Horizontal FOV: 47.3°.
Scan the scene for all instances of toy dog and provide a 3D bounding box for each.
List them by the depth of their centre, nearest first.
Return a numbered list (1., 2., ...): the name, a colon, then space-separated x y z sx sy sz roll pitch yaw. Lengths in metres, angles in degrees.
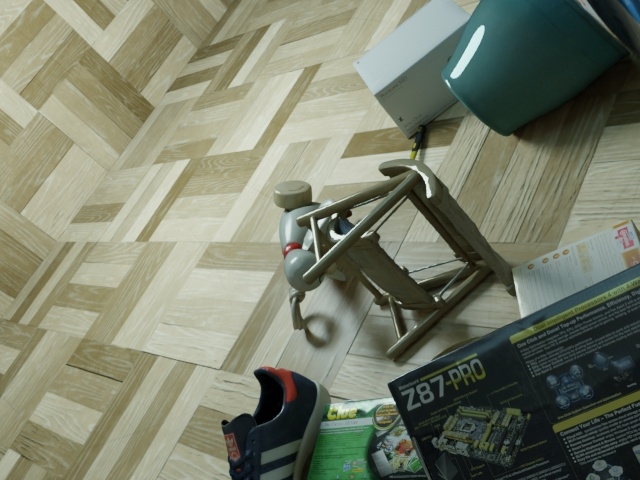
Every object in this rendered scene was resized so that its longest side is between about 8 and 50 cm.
1. toy dog: 0.000 0.000 1.454 0.161 0.220 0.333 -9 45 -3

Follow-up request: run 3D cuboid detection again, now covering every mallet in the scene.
1. mallet: 0.190 -0.178 1.556 0.062 0.039 0.189 -24 33 33

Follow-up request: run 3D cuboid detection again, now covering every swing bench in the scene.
1. swing bench: 0.138 0.020 1.183 0.255 0.253 0.165 -33 34 18

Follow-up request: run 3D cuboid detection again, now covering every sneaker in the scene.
1. sneaker: -0.105 0.360 1.149 0.131 0.148 0.350 -28 35 47

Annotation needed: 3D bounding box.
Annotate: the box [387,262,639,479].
1. box: 0.307 0.216 0.773 0.395 0.097 0.318 -31 75 23

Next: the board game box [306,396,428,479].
1. board game box: 0.096 0.295 1.076 0.260 0.030 0.136 -16 45 39

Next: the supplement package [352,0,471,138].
1. supplement package: 0.234 -0.396 1.642 0.262 0.145 0.204 -38 33 12

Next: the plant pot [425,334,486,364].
1. plant pot: 0.219 0.245 1.050 0.236 0.032 0.236 -28 37 24

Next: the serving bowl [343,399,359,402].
1. serving bowl: 0.048 0.301 1.180 0.083 0.027 0.083 -30 35 24

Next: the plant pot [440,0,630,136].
1. plant pot: 0.370 -0.343 1.345 0.255 0.272 0.271 -46 30 26

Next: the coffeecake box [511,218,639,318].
1. coffeecake box: 0.377 0.073 1.031 0.185 0.068 0.142 -27 36 27

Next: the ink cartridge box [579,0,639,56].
1. ink cartridge box: 0.543 -0.490 1.269 0.166 0.285 0.395 -35 34 17
